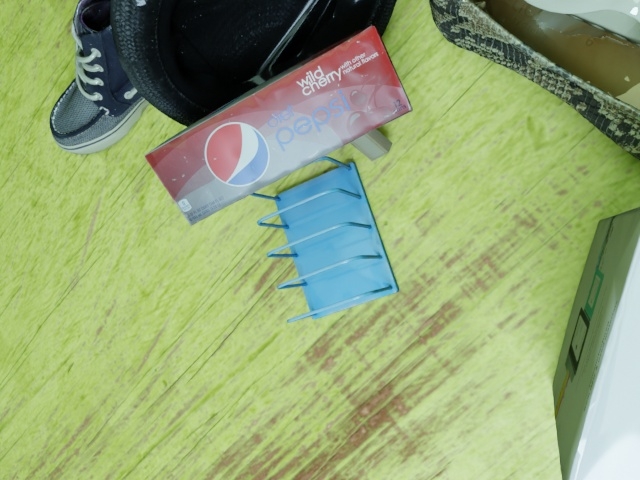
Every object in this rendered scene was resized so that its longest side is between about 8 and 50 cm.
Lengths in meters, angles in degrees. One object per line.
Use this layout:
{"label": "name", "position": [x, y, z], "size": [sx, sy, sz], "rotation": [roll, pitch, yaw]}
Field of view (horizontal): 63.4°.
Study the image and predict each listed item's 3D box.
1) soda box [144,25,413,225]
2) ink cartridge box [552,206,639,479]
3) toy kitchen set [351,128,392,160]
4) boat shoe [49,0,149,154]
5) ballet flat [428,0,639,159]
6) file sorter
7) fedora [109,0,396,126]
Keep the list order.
{"label": "soda box", "position": [-0.044, -0.121, 0.548], "size": [0.263, 0.083, 0.092], "rotation": [-26, 108, 10]}
{"label": "ink cartridge box", "position": [0.306, 0.092, 0.395], "size": [0.198, 0.270, 0.197], "rotation": [15, 96, 22]}
{"label": "toy kitchen set", "position": [0.050, -0.151, 0.641], "size": [0.068, 0.075, 0.083], "rotation": [-19, 40, 57]}
{"label": "boat shoe", "position": [-0.300, -0.249, 0.715], "size": [0.340, 0.158, 0.127], "rotation": [-35, 76, 18]}
{"label": "ballet flat", "position": [0.291, -0.171, 0.455], "size": [0.482, 0.182, 0.164], "rotation": [35, 104, 19]}
{"label": "file sorter", "position": [0.000, 0.000, 0.614], "size": [0.118, 0.104, 0.170], "rotation": [-21, 80, 20]}
{"label": "fedora", "position": [-0.076, -0.285, 0.576], "size": [0.334, 0.334, 0.152], "rotation": [-42, 54, 16]}
